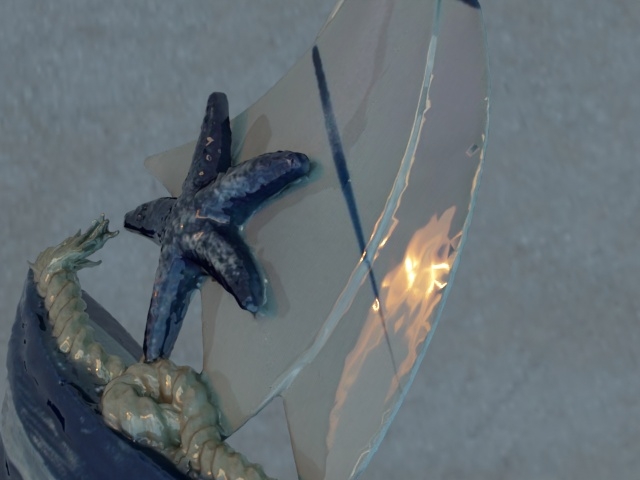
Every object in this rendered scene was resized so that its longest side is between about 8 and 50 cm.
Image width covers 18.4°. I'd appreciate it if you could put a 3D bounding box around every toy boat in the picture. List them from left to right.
[{"bbox_3d":[-0.024,0.002,0.666,0.210,0.291,0.070,5,167,41],"label":"toy boat"}]
